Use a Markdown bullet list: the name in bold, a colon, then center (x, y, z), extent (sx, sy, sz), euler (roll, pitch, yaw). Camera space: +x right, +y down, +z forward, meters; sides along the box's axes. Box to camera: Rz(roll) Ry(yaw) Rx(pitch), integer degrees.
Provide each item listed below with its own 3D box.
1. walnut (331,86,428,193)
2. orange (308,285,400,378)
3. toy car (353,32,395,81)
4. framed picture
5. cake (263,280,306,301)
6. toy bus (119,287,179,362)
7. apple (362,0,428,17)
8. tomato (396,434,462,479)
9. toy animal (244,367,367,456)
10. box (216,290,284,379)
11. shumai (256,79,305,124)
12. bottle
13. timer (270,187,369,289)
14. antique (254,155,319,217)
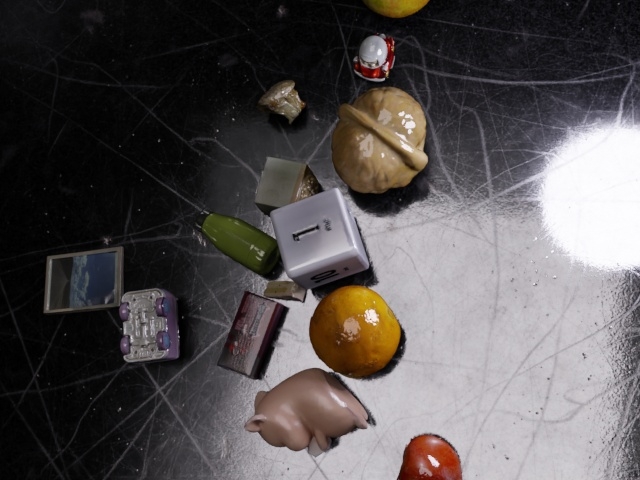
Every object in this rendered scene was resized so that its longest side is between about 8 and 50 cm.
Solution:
- **walnut**: center (0.160, -0.269, 1.797), extent (0.285, 0.285, 0.296), euler (36, 92, 17)
- **orange**: center (0.086, 0.234, 1.706), extent (0.239, 0.240, 0.240), euler (-3, 76, 11)
- **toy car**: center (0.158, -0.551, 1.941), extent (0.112, 0.112, 0.139), euler (20, 82, 16)
- **framed picture**: center (-0.717, 0.124, 2.015), extent (0.259, 0.023, 0.189), euler (-7, 73, 11)
- **cake**: center (-0.108, 0.137, 1.864), extent (0.121, 0.065, 0.052), euler (4, 75, 20)
- **toy bus**: center (-0.477, 0.242, 1.870), extent (0.141, 0.142, 0.203), euler (-8, 76, 10)
- **apple**: center (0.220, -0.782, 1.925), extent (0.246, 0.226, 0.246), euler (-2, 77, 9)
- **tomato**: center (0.270, 0.572, 1.626), extent (0.167, 0.167, 0.167), euler (-3, 76, 11)
- **toy animal**: center (-0.037, 0.448, 1.716), extent (0.256, 0.195, 0.213), euler (-34, 95, 3)
- **box**: center (-0.193, 0.262, 1.845), extent (0.120, 0.069, 0.224), euler (19, 80, 16)
- **shumai**: center (-0.110, -0.404, 1.971), extent (0.145, 0.145, 0.116), euler (-37, 109, 2)
- **bottle**: center (-0.242, -0.006, 1.896), extent (0.260, 0.112, 0.112), euler (29, 84, 17)
- **timer**: center (0.000, 0.000, 1.761), extent (0.194, 0.192, 0.194), euler (-20, 71, 8)
- **antique**: center (-0.087, -0.136, 1.874), extent (0.147, 0.152, 0.147), euler (11, 78, 17)
